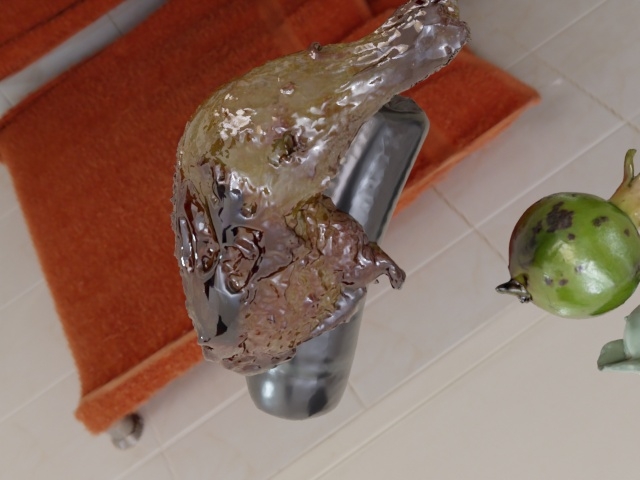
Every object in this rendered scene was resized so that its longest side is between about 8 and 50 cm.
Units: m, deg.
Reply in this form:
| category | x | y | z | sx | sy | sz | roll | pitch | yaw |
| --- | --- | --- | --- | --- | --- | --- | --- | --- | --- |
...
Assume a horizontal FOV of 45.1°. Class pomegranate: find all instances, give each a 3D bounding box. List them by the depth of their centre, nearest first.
| category | x | y | z | sx | sy | sz | roll | pitch | yaw |
| --- | --- | --- | --- | --- | --- | --- | --- | --- | --- |
| pomegranate | 0.298 | -0.011 | 0.862 | 0.156 | 0.220 | 0.156 | 29 | 173 | 4 |

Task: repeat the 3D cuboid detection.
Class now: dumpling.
| category | x | y | z | sx | sy | sz | roll | pitch | yaw |
| --- | --- | --- | --- | --- | --- | --- | --- | --- | --- |
| dumpling | 0.423 | 0.120 | 0.863 | 0.108 | 0.219 | 0.153 | 56 | -162 | -25 |

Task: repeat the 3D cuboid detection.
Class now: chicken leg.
| category | x | y | z | sx | sy | sz | roll | pitch | yaw |
| --- | --- | --- | --- | --- | --- | --- | --- | --- | --- |
| chicken leg | -0.016 | -0.027 | 0.530 | 0.083 | 0.177 | 0.323 | -88 | 8 | -59 |

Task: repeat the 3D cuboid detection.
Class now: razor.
| category | x | y | z | sx | sy | sz | roll | pitch | yaw |
| --- | --- | --- | --- | --- | --- | --- | --- | --- | --- |
| razor | -0.002 | 0.000 | 0.805 | 0.113 | 0.349 | 0.204 | 12 | -166 | -20 |
